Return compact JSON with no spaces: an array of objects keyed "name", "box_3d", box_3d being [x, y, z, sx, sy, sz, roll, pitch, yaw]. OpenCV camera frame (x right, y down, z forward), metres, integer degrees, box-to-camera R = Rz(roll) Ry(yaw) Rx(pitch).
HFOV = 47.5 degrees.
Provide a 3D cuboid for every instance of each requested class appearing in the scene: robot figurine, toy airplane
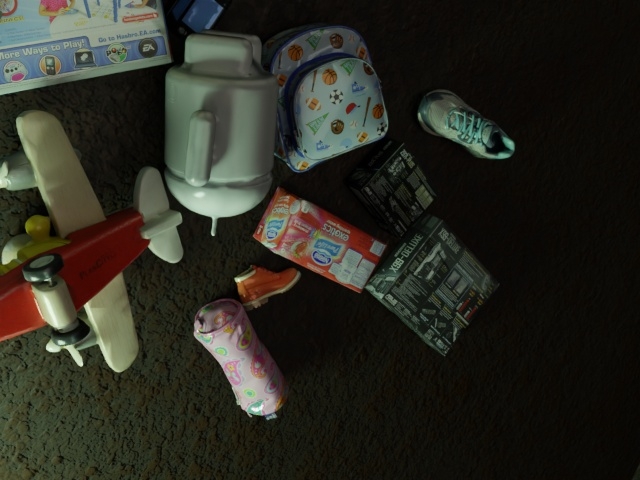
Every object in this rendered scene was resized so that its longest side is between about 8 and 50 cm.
[{"name":"robot figurine","box_3d":[-0.181,-0.195,1.320,0.199,0.300,0.353,9,111,9]},{"name":"toy airplane","box_3d":[-0.428,0.016,1.269,0.384,0.272,0.386,33,63,-59]}]

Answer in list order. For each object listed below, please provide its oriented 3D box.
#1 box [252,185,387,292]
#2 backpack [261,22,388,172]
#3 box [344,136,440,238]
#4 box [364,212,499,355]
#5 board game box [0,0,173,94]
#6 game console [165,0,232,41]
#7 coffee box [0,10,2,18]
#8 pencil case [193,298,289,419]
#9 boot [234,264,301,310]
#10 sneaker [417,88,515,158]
[{"name":"box","box_3d":[0.000,0.000,1.581,0.257,0.122,0.128,27,92,-35]},{"name":"backpack","box_3d":[-0.003,-0.289,1.431,0.276,0.213,0.263,-25,110,-20]},{"name":"box","box_3d":[0.165,-0.120,1.666,0.147,0.077,0.180,-48,125,-7]},{"name":"box","box_3d":[0.287,0.114,1.830,0.307,0.076,0.242,41,84,-35]},{"name":"board game box","box_3d":[-0.424,-0.418,1.187,0.308,0.086,0.302,-18,116,-25]},{"name":"game console","box_3d":[-0.219,-0.421,1.321,0.107,0.071,0.122,36,88,-35]},{"name":"coffee box","box_3d":[-0.656,-0.240,0.909,0.338,0.337,0.334,26,94,-17]},{"name":"pencil case","box_3d":[-0.168,0.259,1.578,0.124,0.124,0.284,-35,124,-16]},{"name":"boot","box_3d":[-0.114,0.082,1.585,0.158,0.059,0.085,-27,98,-34]},{"name":"sneaker","box_3d":[0.349,-0.269,1.697,0.283,0.122,0.110,19,97,-35]}]
